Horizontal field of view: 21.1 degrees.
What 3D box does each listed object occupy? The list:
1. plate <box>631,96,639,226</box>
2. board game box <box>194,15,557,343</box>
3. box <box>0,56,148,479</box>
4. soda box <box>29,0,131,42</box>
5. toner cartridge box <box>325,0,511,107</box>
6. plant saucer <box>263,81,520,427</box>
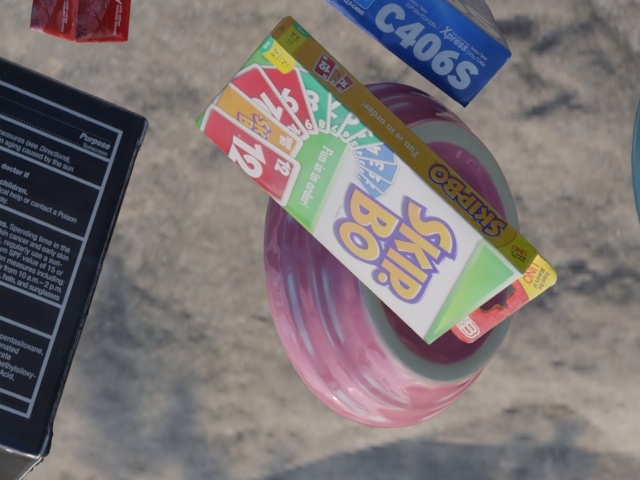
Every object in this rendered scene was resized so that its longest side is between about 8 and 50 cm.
[{"bbox_3d":[0.200,-0.026,0.577,0.188,0.188,0.024,5,165,4],"label":"plate"},{"bbox_3d":[0.038,-0.031,1.205,0.259,0.039,0.124,41,140,-5],"label":"board game box"},{"bbox_3d":[-0.321,0.007,1.282,0.296,0.294,0.183,23,150,-14],"label":"box"},{"bbox_3d":[-0.270,-0.367,2.008,0.092,0.083,0.263,19,108,41],"label":"soda box"},{"bbox_3d":[0.023,-0.281,1.659,0.348,0.165,0.075,35,108,-21],"label":"toner cartridge box"},{"bbox_3d":[0.087,0.013,1.628,0.084,0.332,0.332,-2,127,43],"label":"plant saucer"}]
